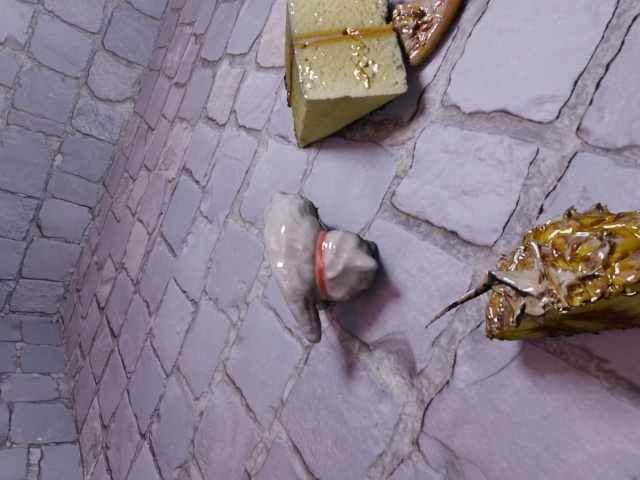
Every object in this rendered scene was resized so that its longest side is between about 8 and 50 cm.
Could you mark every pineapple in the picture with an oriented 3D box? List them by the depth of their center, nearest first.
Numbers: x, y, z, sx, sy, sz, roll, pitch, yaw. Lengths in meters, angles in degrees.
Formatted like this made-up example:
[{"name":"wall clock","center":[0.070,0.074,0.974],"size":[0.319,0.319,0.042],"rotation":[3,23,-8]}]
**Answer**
[{"name":"pineapple","center":[0.301,0.022,0.499],"size":[0.334,0.158,0.161],"rotation":[-21,62,45]}]

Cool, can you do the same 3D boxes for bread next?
[{"name":"bread","center":[0.029,-0.390,1.033],"size":[0.405,0.242,0.346],"rotation":[97,169,-77]}]

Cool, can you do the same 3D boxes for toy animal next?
[{"name":"toy animal","center":[0.000,0.000,0.875],"size":[0.188,0.266,0.308],"rotation":[-36,8,19]}]

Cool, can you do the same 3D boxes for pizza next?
[{"name":"pizza","center":[0.189,-0.456,0.883],"size":[0.185,0.052,0.195],"rotation":[-57,42,14]}]
